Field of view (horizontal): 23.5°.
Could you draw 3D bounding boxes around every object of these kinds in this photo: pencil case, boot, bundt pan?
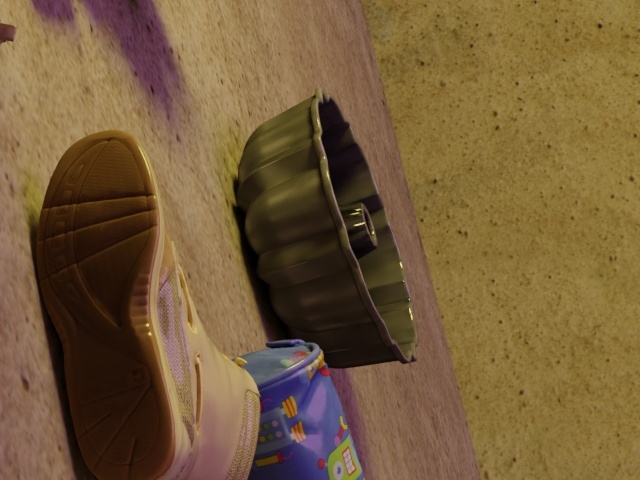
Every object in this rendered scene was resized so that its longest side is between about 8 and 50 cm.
[{"bbox_3d":[-0.007,0.232,1.349,0.133,0.119,0.306,-39,114,-47],"label":"pencil case"},{"bbox_3d":[-0.119,0.065,1.149,0.203,0.095,0.262,42,33,-67],"label":"boot"},{"bbox_3d":[0.000,0.000,1.756,0.331,0.124,0.330,-18,90,-79],"label":"bundt pan"}]

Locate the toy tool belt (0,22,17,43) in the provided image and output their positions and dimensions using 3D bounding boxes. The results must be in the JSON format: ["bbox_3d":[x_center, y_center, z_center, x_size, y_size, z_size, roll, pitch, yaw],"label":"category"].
[{"bbox_3d":[-0.238,-0.166,1.066,0.052,0.051,0.083,47,26,-64],"label":"toy tool belt"}]
